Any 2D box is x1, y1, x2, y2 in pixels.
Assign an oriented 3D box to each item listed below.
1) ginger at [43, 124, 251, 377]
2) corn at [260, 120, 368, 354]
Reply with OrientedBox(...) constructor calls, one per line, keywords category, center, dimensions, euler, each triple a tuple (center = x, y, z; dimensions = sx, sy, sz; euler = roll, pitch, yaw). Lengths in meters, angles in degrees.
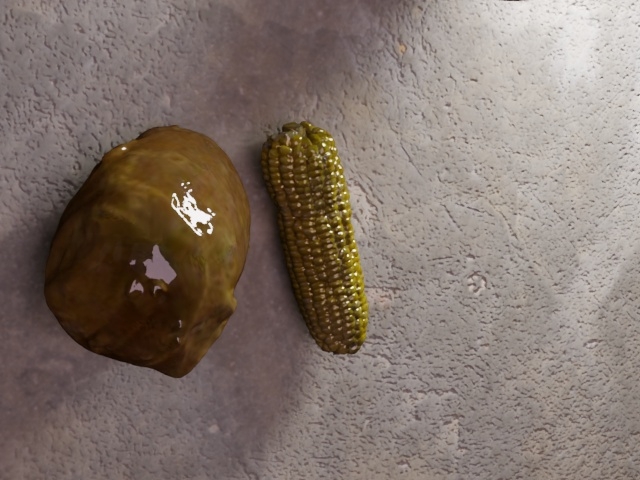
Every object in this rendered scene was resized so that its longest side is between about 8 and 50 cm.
OrientedBox(category="ginger", center=(-0.178, 0.004, 1.683), dimensions=(0.200, 0.223, 0.269), euler=(35, 85, -24))
OrientedBox(category="corn", center=(0.000, 0.000, 1.838), dimensions=(0.101, 0.101, 0.291), euler=(-21, 107, -23))
